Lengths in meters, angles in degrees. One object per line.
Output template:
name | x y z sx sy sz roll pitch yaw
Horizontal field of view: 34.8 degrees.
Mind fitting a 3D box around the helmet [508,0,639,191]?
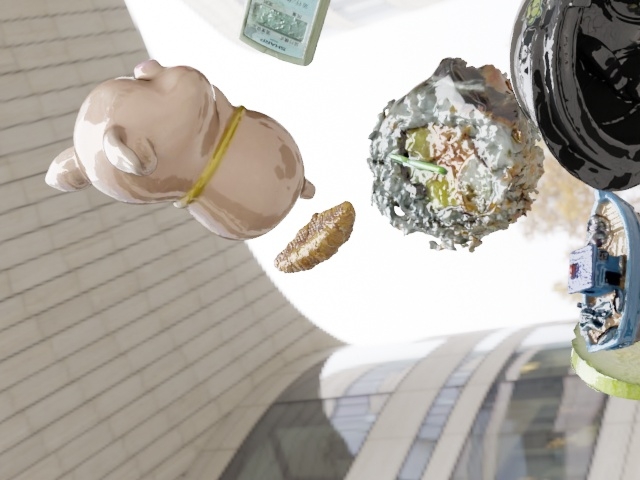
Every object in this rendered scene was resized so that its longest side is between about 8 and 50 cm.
helmet | 0.285 -0.187 1.041 0.230 0.160 0.279 37 -98 -24

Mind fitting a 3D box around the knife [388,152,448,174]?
knife | 0.175 -0.144 1.885 0.054 0.212 0.015 26 -89 -23

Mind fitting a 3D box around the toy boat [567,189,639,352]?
toy boat | 0.365 0.036 1.326 0.097 0.100 0.223 14 -111 -21

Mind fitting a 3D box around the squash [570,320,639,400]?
squash | 0.500 0.180 1.595 0.219 0.219 0.041 -48 -38 -52

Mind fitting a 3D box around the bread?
bread | 0.000 0.000 2.076 0.076 0.233 0.105 36 -147 -28

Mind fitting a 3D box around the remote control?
remote control | -0.028 -0.310 1.162 0.038 0.098 0.233 -61 -7 -47

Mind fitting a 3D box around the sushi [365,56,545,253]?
sushi | 0.289 -0.171 2.187 0.175 0.417 0.418 -6 -94 -54

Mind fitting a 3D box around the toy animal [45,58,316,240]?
toy animal | -0.117 -0.081 0.985 0.248 0.165 0.149 12 -113 -33
